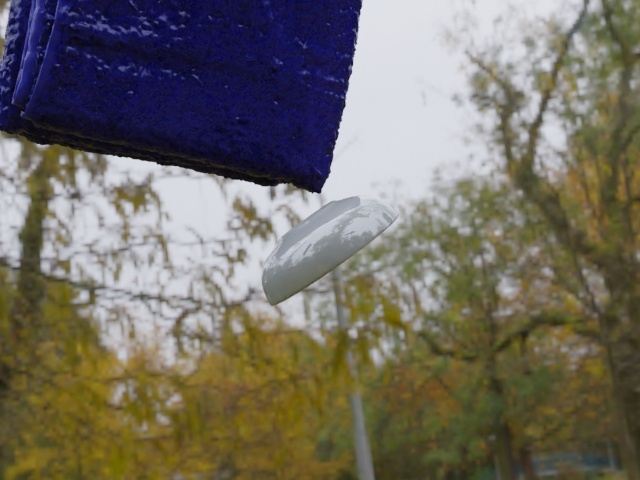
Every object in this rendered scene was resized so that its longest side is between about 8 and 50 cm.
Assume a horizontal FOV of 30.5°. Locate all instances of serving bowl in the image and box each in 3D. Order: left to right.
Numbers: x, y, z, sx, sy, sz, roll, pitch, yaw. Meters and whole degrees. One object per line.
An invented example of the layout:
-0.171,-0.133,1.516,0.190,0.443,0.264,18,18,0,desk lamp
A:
0.000,0.000,0.622,0.083,0.027,0.083,-36,3,2,serving bowl

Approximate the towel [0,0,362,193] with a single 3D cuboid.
-0.074,-0.197,0.738,0.227,0.308,0.076,10,2,-10,towel
